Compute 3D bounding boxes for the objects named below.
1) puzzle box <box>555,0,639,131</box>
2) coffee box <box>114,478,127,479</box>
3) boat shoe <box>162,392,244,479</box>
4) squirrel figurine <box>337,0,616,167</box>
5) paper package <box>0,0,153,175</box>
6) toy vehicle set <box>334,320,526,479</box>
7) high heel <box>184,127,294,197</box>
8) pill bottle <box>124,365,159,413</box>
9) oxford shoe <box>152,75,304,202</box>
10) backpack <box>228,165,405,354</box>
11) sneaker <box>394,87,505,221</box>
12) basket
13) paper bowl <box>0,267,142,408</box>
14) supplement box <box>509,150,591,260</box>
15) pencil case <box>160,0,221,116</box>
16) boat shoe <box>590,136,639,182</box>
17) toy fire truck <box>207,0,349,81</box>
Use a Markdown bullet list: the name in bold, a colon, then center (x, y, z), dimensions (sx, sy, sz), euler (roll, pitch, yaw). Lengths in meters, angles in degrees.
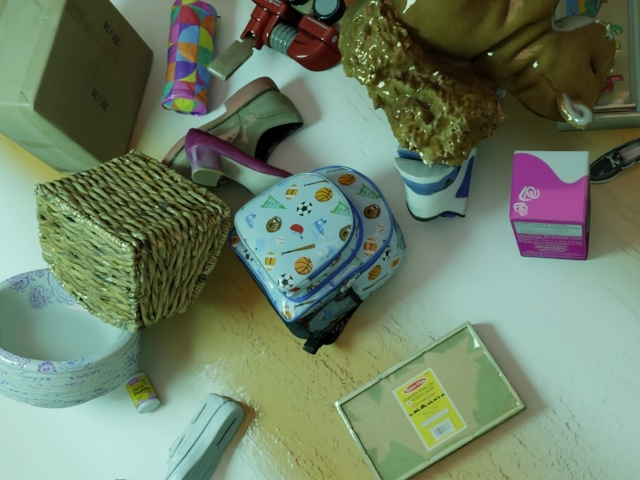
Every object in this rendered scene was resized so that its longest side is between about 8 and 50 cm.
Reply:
- **puzzle box**: center (0.546, -0.388, 1.438), dimensions (0.272, 0.052, 0.408), euler (-1, 73, 16)
- **coffee box**: center (-0.349, 0.521, 1.440), dimensions (0.113, 0.040, 0.184), euler (23, 81, 21)
- **boat shoe**: center (-0.221, 0.368, 1.435), dimensions (0.076, 0.083, 0.226), euler (26, 70, 33)
- **squirrel figurine**: center (0.246, -0.288, 1.269), dimensions (0.397, 0.281, 0.370), euler (-46, 109, 0)
- **paper package**: center (-0.488, -0.319, 1.586), dimensions (0.168, 0.325, 0.309), euler (7, 75, 18)
- **toy vehicle set**: center (0.176, 0.270, 1.358), dimensions (0.267, 0.035, 0.166), euler (-32, 67, 5)
- **high heel**: center (-0.128, -0.135, 1.503), dimensions (0.244, 0.082, 0.117), euler (8, 48, -25)
- **pill bottle**: center (-0.327, 0.269, 1.508), dimensions (0.043, 0.043, 0.083), euler (-35, 67, 4)
- **oxford shoe**: center (-0.183, -0.150, 1.552), dimensions (0.348, 0.123, 0.130), euler (-45, 72, 1)
- **backpack**: center (0.000, 0.000, 1.412), dimensions (0.263, 0.213, 0.276), euler (-34, 64, -7)
- **sneaker**: center (0.211, -0.144, 1.430), dimensions (0.128, 0.182, 0.315), euler (18, 50, 19)
- **basket**: center (-0.321, 0.007, 1.452), dimensions (0.299, 0.213, 0.223), euler (28, 39, 33)
- **paper bowl**: center (-0.463, 0.184, 1.475), dimensions (0.284, 0.284, 0.148), euler (25, 124, 22)
- **supplement box**: center (0.363, -0.051, 1.299), dimensions (0.114, 0.220, 0.111), euler (4, 75, 18)
- **pencil case**: center (-0.260, -0.364, 1.655), dimensions (0.105, 0.104, 0.236), euler (-1, 71, 17)
- **boat shoe**: center (0.499, -0.136, 1.382), dimensions (0.125, 0.038, 0.046), euler (-23, 68, 9)
- **toy fire truck**: center (-0.078, -0.385, 1.587), dimensions (0.217, 0.158, 0.246), euler (36, 98, 23)
